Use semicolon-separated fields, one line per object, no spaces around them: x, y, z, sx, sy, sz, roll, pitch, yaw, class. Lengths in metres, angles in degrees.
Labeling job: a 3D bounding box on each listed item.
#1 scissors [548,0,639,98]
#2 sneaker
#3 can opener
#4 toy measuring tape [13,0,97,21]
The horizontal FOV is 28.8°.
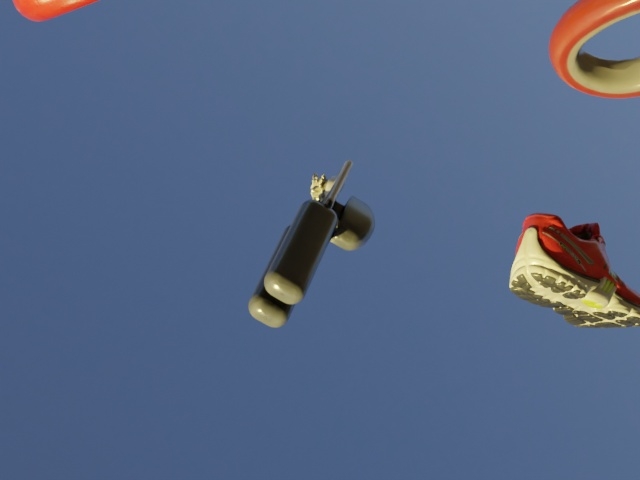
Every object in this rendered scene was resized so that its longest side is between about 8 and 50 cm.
0.170;-0.120;0.387;0.109;0.297;0.021;13;-121;-11;scissors
0.343;0.039;1.565;0.279;0.107;0.118;27;-115;-44;sneaker
0.000;0.000;1.353;0.093;0.074;0.280;32;-147;0;can opener
-0.053;-0.175;0.508;0.330;0.121;0.121;-24;-105;-6;toy measuring tape
